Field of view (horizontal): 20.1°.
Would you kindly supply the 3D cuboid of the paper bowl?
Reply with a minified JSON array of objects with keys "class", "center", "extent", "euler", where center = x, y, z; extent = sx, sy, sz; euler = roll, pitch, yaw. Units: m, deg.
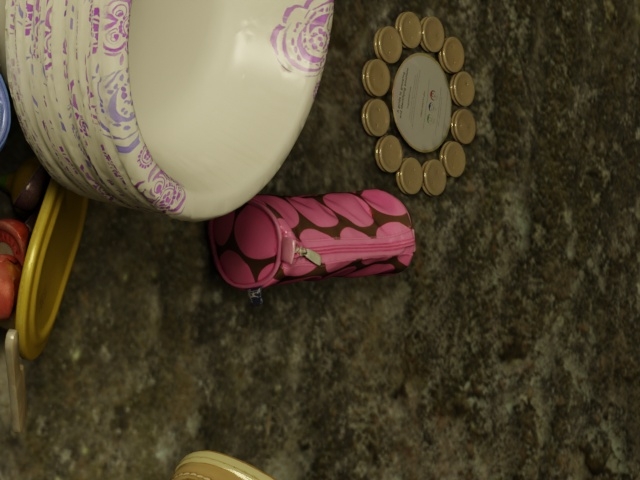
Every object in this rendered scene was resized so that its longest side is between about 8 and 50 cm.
[{"class":"paper bowl","center":[-0.118,-0.164,1.262],"extent":[0.284,0.148,0.284],"euler":[-31,127,-52]}]

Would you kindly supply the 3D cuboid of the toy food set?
[{"class":"toy food set","center":[-0.228,0.014,1.326],"extent":[0.128,0.071,0.218],"euler":[96,6,-58]}]

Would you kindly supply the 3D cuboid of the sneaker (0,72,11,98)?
[{"class":"sneaker","center":[-0.252,-0.068,1.290],"extent":[0.226,0.086,0.163],"euler":[-24,96,-38]}]

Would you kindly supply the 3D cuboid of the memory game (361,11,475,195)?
[{"class":"memory game","center":[0.098,-0.134,1.786],"extent":[0.186,0.012,0.186],"euler":[2,87,-50]}]

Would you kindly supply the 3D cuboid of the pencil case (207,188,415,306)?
[{"class":"pencil case","center":[0.000,0.000,1.595],"extent":[0.209,0.098,0.095],"euler":[-8,94,-51]}]

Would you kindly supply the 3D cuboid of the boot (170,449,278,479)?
[{"class":"boot","center":[-0.062,0.314,1.446],"extent":[0.262,0.095,0.203],"euler":[47,50,-3]}]

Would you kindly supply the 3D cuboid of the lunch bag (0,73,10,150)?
[{"class":"lunch bag","center":[-0.345,-0.090,1.113],"extent":[0.303,0.115,0.243],"euler":[-31,98,-31]}]
